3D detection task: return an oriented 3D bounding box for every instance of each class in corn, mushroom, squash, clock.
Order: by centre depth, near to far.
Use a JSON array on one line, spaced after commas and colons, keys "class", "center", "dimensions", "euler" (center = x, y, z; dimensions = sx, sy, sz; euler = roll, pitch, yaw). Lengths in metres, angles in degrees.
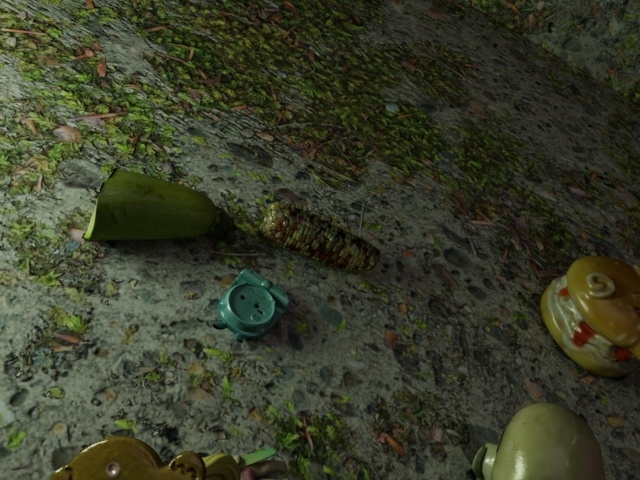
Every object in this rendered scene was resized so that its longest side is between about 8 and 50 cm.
[{"class": "mushroom", "center": [0.362, 0.392, 1.010], "dimensions": [0.246, 0.202, 0.246], "euler": [-6, 98, -46]}, {"class": "clock", "center": [-0.130, 0.126, 1.070], "dimensions": [0.108, 0.045, 0.147], "euler": [34, 45, 3]}, {"class": "squash", "center": [-0.280, -0.064, 1.103], "dimensions": [0.287, 0.137, 0.137], "euler": [-1, 53, -33]}, {"class": "corn", "center": [0.000, 0.000, 1.222], "dimensions": [0.253, 0.086, 0.086], "euler": [22, 45, -13]}]

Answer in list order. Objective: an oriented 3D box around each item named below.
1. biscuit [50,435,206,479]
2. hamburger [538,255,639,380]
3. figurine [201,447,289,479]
[{"class": "biscuit", "center": [-0.229, 0.347, 0.776], "dimensions": [0.248, 0.035, 0.184], "euler": [29, 77, 5]}, {"class": "hamburger", "center": [0.659, 0.175, 1.353], "dimensions": [0.260, 0.186, 0.303], "euler": [5, 53, -24]}, {"class": "figurine", "center": [-0.123, 0.340, 0.875], "dimensions": [0.187, 0.083, 0.083], "euler": [12, 47, -32]}]
